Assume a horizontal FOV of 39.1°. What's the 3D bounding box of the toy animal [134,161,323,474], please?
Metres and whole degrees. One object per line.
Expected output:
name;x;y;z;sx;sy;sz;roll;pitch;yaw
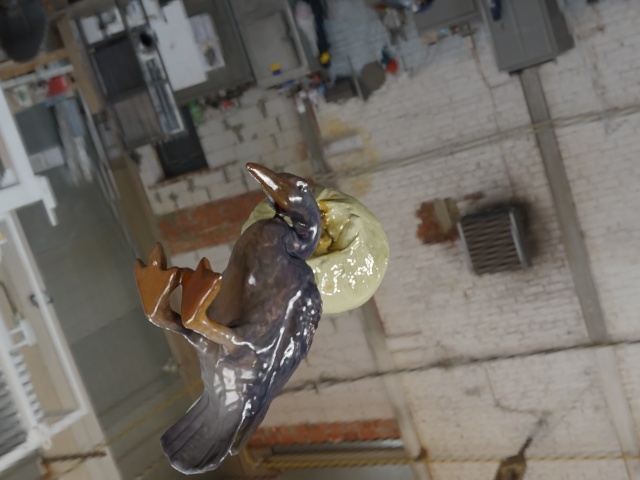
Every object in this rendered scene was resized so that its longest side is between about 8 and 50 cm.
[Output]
toy animal;-0.079;0.074;0.872;0.122;0.298;0.185;3;175;36

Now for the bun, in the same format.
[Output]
bun;0.000;0.000;1.281;0.222;0.222;0.127;-26;160;-37

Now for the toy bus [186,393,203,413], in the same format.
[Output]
toy bus;-0.171;0.249;1.235;0.083;0.037;0.031;-51;170;-15
